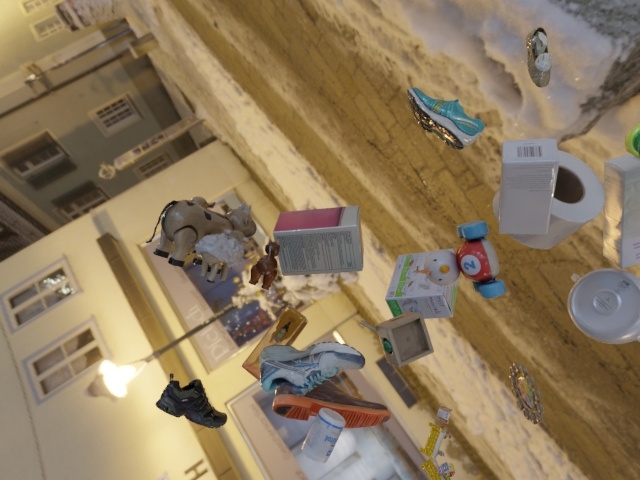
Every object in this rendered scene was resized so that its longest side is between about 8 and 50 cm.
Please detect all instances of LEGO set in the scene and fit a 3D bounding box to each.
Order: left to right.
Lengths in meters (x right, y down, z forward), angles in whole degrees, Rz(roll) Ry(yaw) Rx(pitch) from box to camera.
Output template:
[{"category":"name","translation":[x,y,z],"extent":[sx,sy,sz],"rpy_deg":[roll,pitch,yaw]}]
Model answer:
[{"category":"LEGO set","translation":[0.384,0.659,1.400],"extent":[0.107,0.132,0.286],"rpy_deg":[29,-136,-32]}]

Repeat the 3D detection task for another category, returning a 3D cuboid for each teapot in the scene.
[{"category":"teapot","translation":[0.936,0.216,1.475],"extent":[0.187,0.255,0.253],"rpy_deg":[24,157,-39]}]

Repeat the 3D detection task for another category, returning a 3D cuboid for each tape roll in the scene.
[{"category":"tape roll","translation":[0.653,-0.119,1.336],"extent":[0.246,0.246,0.169],"rpy_deg":[54,156,17]}]

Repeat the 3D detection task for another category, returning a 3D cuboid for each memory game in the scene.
[{"category":"memory game","translation":[0.618,0.460,1.394],"extent":[0.186,0.012,0.186],"rpy_deg":[168,90,-87]}]

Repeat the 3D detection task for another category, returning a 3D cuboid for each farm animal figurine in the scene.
[{"category":"farm animal figurine","translation":[-0.247,-0.022,1.068],"extent":[0.330,0.172,0.327],"rpy_deg":[19,-179,26]}]

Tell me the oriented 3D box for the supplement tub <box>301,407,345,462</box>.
[{"category":"supplement tub","translation":[0.008,0.465,1.105],"extent":[0.071,0.107,0.071],"rpy_deg":[25,178,1]}]

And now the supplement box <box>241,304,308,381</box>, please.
[{"category":"supplement box","translation":[-0.135,0.316,1.417],"extent":[0.078,0.233,0.080],"rpy_deg":[34,168,19]}]

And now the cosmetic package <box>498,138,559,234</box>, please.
[{"category":"cosmetic package","translation":[0.483,-0.120,1.085],"extent":[0.118,0.085,0.231],"rpy_deg":[3,139,19]}]

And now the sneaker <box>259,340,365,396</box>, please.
[{"category":"sneaker","translation":[-0.022,0.341,1.185],"extent":[0.110,0.283,0.122],"rpy_deg":[66,-159,-47]}]

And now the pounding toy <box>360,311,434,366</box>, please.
[{"category":"pounding toy","translation":[0.203,0.257,1.236],"extent":[0.100,0.141,0.130],"rpy_deg":[164,89,-71]}]

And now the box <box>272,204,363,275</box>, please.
[{"category":"box","translation":[0.000,0.000,1.291],"extent":[0.126,0.233,0.148],"rpy_deg":[-79,-17,-59]}]

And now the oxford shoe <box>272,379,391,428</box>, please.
[{"category":"oxford shoe","translation":[0.042,0.484,1.419],"extent":[0.132,0.364,0.130],"rpy_deg":[-84,10,-46]}]

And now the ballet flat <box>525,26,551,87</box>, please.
[{"category":"ballet flat","translation":[0.699,-0.591,1.470],"extent":[0.067,0.073,0.206],"rpy_deg":[103,163,-72]}]

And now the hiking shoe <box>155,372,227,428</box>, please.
[{"category":"hiking shoe","translation":[-0.349,0.461,1.322],"extent":[0.227,0.114,0.086],"rpy_deg":[35,155,-34]}]

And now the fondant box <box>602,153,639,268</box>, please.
[{"category":"fondant box","translation":[0.970,-0.104,1.351],"extent":[0.096,0.238,0.330],"rpy_deg":[-105,-3,-61]}]

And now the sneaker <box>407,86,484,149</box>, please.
[{"category":"sneaker","translation":[0.360,-0.369,1.357],"extent":[0.275,0.110,0.107],"rpy_deg":[49,176,30]}]

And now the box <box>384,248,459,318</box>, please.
[{"category":"box","translation":[0.399,0.166,1.776],"extent":[0.231,0.262,0.126],"rpy_deg":[-9,124,30]}]

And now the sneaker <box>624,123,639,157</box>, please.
[{"category":"sneaker","translation":[0.908,-0.267,1.109],"extent":[0.109,0.296,0.123],"rpy_deg":[44,-153,-43]}]

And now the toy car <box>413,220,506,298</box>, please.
[{"category":"toy car","translation":[0.404,0.076,1.405],"extent":[0.210,0.238,0.219],"rpy_deg":[-18,-89,-80]}]
